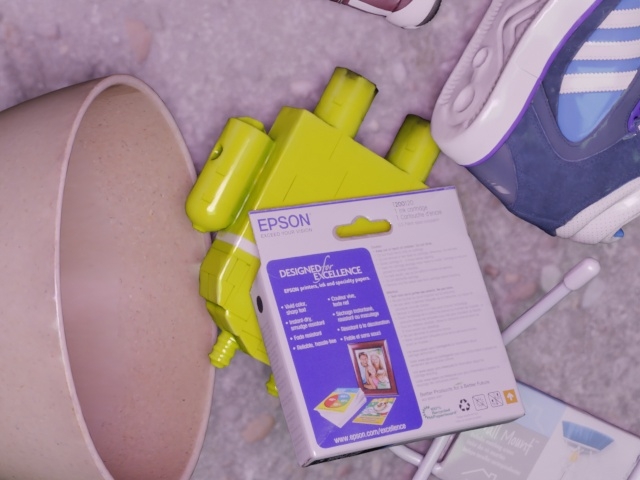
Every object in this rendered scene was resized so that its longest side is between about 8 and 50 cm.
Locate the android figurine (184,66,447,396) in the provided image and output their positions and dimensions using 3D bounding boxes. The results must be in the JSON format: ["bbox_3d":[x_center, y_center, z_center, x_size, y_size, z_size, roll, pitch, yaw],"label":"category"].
[{"bbox_3d":[0.000,0.000,1.247,0.248,0.056,0.273,28,87,-30],"label":"android figurine"}]

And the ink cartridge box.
[{"bbox_3d":[0.050,0.066,1.209,0.206,0.045,0.208,-7,73,-28],"label":"ink cartridge box"}]

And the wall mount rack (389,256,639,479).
[{"bbox_3d":[0.237,0.174,1.330,0.350,0.130,0.304,25,100,-16],"label":"wall mount rack"}]

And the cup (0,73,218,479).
[{"bbox_3d":[-0.242,0.047,1.144,0.236,0.331,0.331,-5,107,15],"label":"cup"}]

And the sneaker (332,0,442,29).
[{"bbox_3d":[0.040,-0.318,1.175,0.162,0.106,0.281,9,104,-9],"label":"sneaker"}]

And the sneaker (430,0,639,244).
[{"bbox_3d":[0.263,-0.152,1.256,0.236,0.130,0.323,31,94,-26],"label":"sneaker"}]
